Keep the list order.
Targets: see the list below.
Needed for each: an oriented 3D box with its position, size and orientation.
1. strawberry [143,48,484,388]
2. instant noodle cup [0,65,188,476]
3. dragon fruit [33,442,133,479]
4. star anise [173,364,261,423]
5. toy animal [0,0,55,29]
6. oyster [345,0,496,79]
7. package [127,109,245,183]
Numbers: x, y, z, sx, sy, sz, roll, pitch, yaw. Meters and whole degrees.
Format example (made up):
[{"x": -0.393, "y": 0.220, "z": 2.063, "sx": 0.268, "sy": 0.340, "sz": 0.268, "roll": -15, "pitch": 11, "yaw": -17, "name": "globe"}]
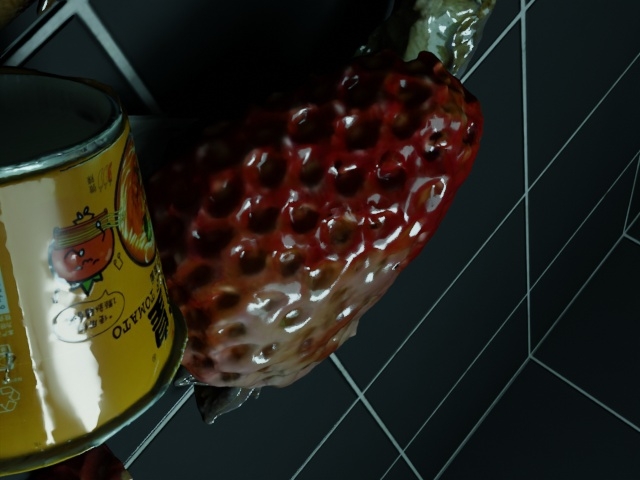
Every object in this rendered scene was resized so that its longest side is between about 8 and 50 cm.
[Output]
[{"x": 0.000, "y": 0.000, "z": 0.647, "sx": 0.336, "sy": 0.149, "sz": 0.265, "roll": -39, "pitch": 144, "yaw": 17, "name": "strawberry"}, {"x": -0.192, "y": 0.004, "z": 0.464, "sx": 0.216, "sy": 0.216, "sz": 0.172, "roll": -28, "pitch": 132, "yaw": -41, "name": "instant noodle cup"}, {"x": -0.264, "y": 0.359, "z": 0.825, "sx": 0.303, "sy": 0.240, "sz": 0.330, "roll": -3, "pitch": 104, "yaw": -24, "name": "dragon fruit"}, {"x": -0.091, "y": 0.113, "z": 0.874, "sx": 0.197, "sy": 0.073, "sz": 0.212, "roll": -34, "pitch": 143, "yaw": -41, "name": "star anise"}, {"x": -0.167, "y": -0.197, "z": 0.411, "sx": 0.179, "sy": 0.089, "sz": 0.188, "roll": -34, "pitch": 150, "yaw": -64, "name": "toy animal"}, {"x": 0.069, "y": -0.140, "z": 0.789, "sx": 0.198, "sy": 0.133, "sz": 0.337, "roll": -20, "pitch": 142, "yaw": -59, "name": "oyster"}, {"x": -0.138, "y": -0.046, "z": 0.671, "sx": 0.239, "sy": 0.030, "sz": 0.154, "roll": -12, "pitch": 133, "yaw": -54, "name": "package"}]
